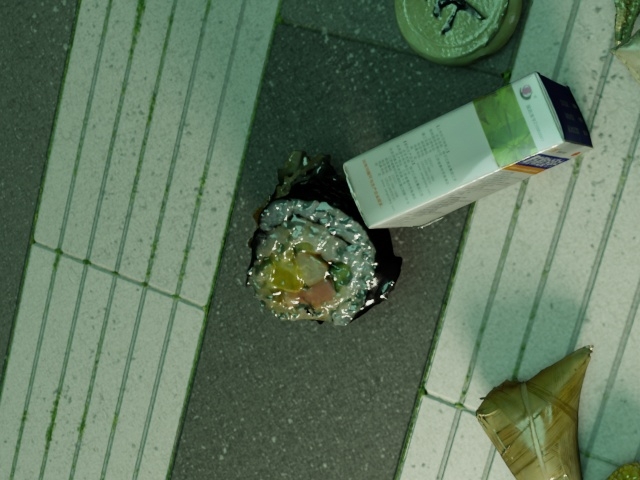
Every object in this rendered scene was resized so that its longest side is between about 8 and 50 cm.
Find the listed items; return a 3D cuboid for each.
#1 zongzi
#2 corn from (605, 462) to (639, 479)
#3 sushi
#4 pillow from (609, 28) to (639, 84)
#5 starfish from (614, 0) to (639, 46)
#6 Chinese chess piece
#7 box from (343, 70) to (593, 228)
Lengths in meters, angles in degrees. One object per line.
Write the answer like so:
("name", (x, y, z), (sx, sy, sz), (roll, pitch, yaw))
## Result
("zongzi", (0.345, 0.268, 1.434), (0.197, 0.099, 0.194), (-33, 79, 16))
("corn", (0.397, 0.422, 1.417), (0.093, 0.093, 0.244), (38, 109, 18))
("sushi", (0.000, -0.002, 1.525), (0.225, 0.219, 0.238), (35, 106, -12))
("pillow", (0.494, -0.259, 1.330), (0.181, 0.078, 0.134), (-36, 100, 23))
("starfish", (0.407, -0.451, 1.310), (0.347, 0.078, 0.358), (-33, 112, 25))
("Chinese chess piece", (0.200, -0.349, 1.467), (0.188, 0.083, 0.188), (3, 97, 25))
("box", (0.210, -0.119, 1.411), (0.299, 0.200, 0.106), (-25, 81, 24))
